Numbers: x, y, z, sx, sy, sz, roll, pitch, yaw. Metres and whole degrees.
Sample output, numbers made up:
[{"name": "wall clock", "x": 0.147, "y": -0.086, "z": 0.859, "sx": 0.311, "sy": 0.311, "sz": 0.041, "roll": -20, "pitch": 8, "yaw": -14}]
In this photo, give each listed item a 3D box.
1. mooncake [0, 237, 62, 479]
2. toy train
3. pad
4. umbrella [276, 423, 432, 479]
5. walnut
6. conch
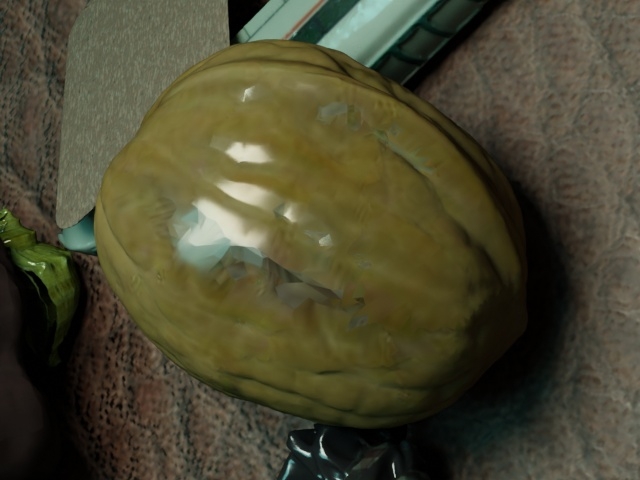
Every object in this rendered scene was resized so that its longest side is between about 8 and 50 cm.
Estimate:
[{"name": "mooncake", "x": -0.345, "y": 0.126, "z": 1.389, "sx": 0.381, "sy": 0.212, "sz": 0.350, "roll": -47, "pitch": 64, "yaw": 40}, {"name": "toy train", "x": -0.017, "y": -0.095, "z": 1.301, "sx": 0.407, "sy": 0.086, "sz": 0.088, "roll": -43, "pitch": 65, "yaw": 23}, {"name": "pad", "x": -0.122, "y": -0.132, "z": 1.361, "sx": 0.176, "sy": 0.002, "sz": 0.266, "roll": -41, "pitch": 31, "yaw": 26}, {"name": "umbrella", "x": 0.076, "y": 0.201, "z": 1.140, "sx": 0.110, "sy": 0.122, "sz": 0.272, "roll": -47, "pitch": 46, "yaw": -2}, {"name": "walnut", "x": 0.000, "y": 0.000, "z": 1.168, "sx": 0.261, "sy": 0.225, "sz": 0.225, "roll": 21, "pitch": 94, "yaw": 5}, {"name": "conch", "x": -0.209, "y": 0.033, "z": 1.422, "sx": 0.074, "sy": 0.089, "sz": 0.121, "roll": -16, "pitch": 90, "yaw": -5}]
